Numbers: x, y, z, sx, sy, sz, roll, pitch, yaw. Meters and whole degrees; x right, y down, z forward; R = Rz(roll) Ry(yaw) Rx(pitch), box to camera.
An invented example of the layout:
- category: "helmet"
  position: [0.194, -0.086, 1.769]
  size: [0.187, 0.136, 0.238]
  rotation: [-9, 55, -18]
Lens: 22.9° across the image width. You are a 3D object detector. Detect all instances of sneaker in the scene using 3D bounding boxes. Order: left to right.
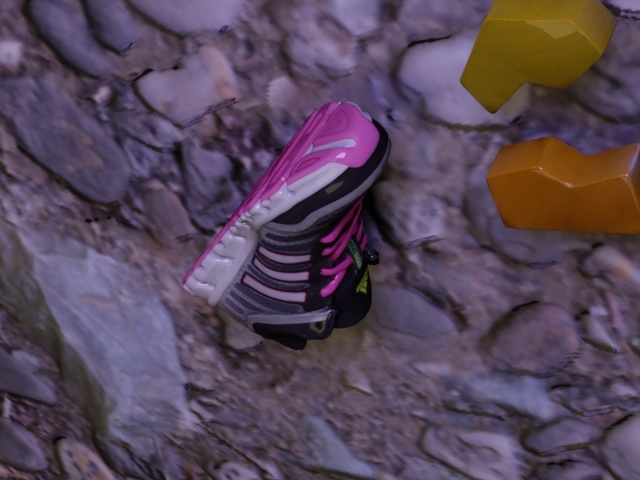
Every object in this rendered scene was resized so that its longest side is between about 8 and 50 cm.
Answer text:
- category: "sneaker"
  position: [0.000, 0.000, 0.692]
  size: [0.075, 0.063, 0.170]
  rotation: [37, 146, -4]

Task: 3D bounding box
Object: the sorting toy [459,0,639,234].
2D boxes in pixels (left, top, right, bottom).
- category: "sorting toy"
  position: [0.185, -0.064, 0.519]
  size: [0.307, 0.041, 0.229]
  rotation: [3, 137, 32]
